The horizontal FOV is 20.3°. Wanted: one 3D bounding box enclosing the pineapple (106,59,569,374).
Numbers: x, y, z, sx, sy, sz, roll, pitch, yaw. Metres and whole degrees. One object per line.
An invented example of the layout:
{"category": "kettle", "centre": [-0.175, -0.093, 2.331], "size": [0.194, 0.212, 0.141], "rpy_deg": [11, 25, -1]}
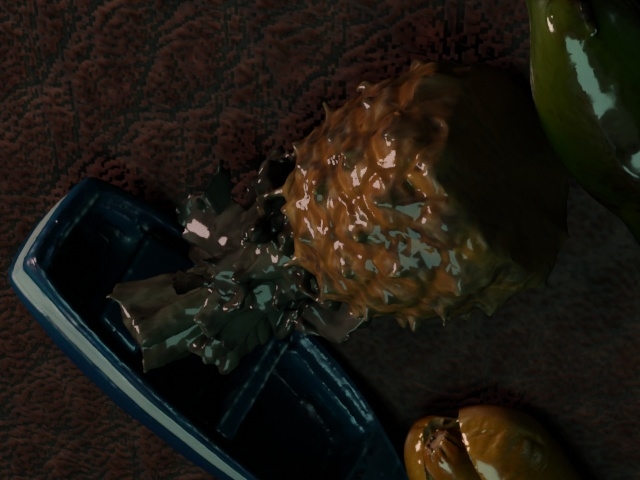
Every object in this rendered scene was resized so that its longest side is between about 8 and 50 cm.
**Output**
{"category": "pineapple", "centre": [0.000, 0.001, 0.887], "size": [0.248, 0.128, 0.128], "rpy_deg": [-22, 120, 41]}

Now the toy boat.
{"category": "toy boat", "centre": [-0.052, 0.086, 1.027], "size": [0.299, 0.096, 0.062], "rpy_deg": [43, 146, -19]}

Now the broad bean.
{"category": "broad bean", "centre": [0.173, -0.019, 0.825], "size": [0.077, 0.061, 0.339], "rpy_deg": [-29, 116, 31]}

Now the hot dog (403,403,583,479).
{"category": "hot dog", "centre": [0.134, 0.193, 1.060], "size": [0.100, 0.068, 0.249], "rpy_deg": [-15, 124, 38]}
